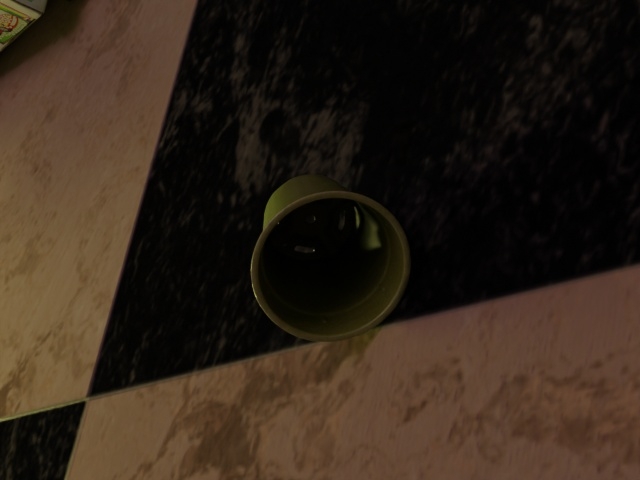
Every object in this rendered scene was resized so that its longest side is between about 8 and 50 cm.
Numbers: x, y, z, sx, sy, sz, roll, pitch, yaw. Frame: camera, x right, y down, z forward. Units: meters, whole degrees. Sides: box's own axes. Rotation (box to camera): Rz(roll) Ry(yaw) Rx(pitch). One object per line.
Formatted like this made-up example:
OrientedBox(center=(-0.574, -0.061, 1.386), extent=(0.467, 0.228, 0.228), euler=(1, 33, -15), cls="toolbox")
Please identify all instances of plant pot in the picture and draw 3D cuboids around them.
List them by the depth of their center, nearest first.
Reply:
OrientedBox(center=(0.000, 0.000, 1.039), extent=(0.083, 0.083, 0.079), euler=(-55, 19, 13), cls="plant pot")

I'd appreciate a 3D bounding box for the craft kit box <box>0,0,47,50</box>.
OrientedBox(center=(-0.274, -0.254, 1.639), extent=(0.247, 0.061, 0.250), euler=(-27, 45, 51), cls="craft kit box")
